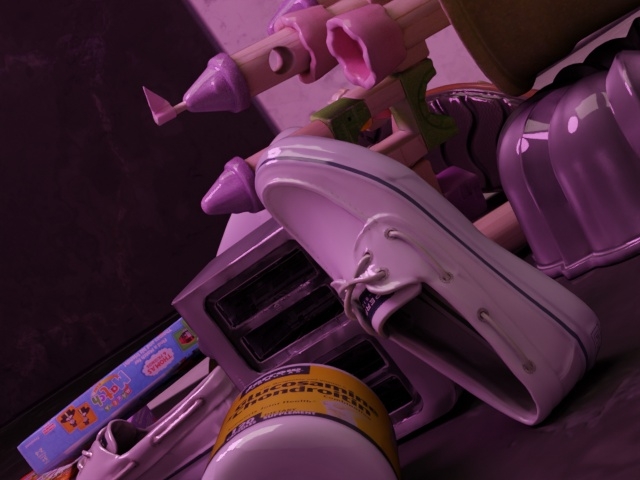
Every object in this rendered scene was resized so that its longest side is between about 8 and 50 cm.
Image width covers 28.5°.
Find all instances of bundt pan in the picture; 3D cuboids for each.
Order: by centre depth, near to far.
[{"bbox_3d":[0.274,-0.112,0.988,0.331,0.124,0.331,-34,4,3],"label":"bundt pan"}]

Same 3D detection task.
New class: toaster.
[{"bbox_3d":[0.016,0.054,0.862,0.186,0.168,0.110,-33,7,30],"label":"toaster"}]

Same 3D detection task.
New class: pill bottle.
[{"bbox_3d":[-0.008,0.124,0.685,0.103,0.103,0.184,-34,5,5],"label":"pill bottle"}]

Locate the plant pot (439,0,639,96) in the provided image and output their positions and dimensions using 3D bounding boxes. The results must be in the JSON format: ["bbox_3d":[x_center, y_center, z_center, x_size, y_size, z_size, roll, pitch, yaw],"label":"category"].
[{"bbox_3d":[0.219,-0.285,0.979,0.254,0.276,0.276,-20,10,24],"label":"plant pot"}]

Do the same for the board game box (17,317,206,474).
[{"bbox_3d":[-0.183,0.143,1.223,0.211,0.039,0.160,-37,-5,-4],"label":"board game box"}]

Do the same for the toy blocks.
[{"bbox_3d":[-0.001,-0.077,1.167,0.260,0.288,0.309,-32,25,-18],"label":"toy blocks"}]

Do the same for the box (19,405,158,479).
[{"bbox_3d":[-0.271,0.269,1.356,0.201,0.057,0.293,-34,4,-2],"label":"box"}]

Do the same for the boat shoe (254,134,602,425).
[{"bbox_3d":[0.048,0.019,0.708,0.076,0.226,0.083,-49,-19,-38],"label":"boat shoe"}]

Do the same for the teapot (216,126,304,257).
[{"bbox_3d":[0.000,0.000,1.492,0.252,0.187,0.256,109,-172,-50],"label":"teapot"}]

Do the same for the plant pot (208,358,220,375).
[{"bbox_3d":[-0.051,0.126,1.200,0.079,0.083,0.083,-20,11,26],"label":"plant pot"}]

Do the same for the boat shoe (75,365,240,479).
[{"bbox_3d":[-0.170,0.203,1.127,0.267,0.088,0.096,-33,5,21],"label":"boat shoe"}]

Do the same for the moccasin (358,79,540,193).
[{"bbox_3d":[0.165,-0.119,1.532,0.147,0.139,0.380,-18,5,-41],"label":"moccasin"}]
